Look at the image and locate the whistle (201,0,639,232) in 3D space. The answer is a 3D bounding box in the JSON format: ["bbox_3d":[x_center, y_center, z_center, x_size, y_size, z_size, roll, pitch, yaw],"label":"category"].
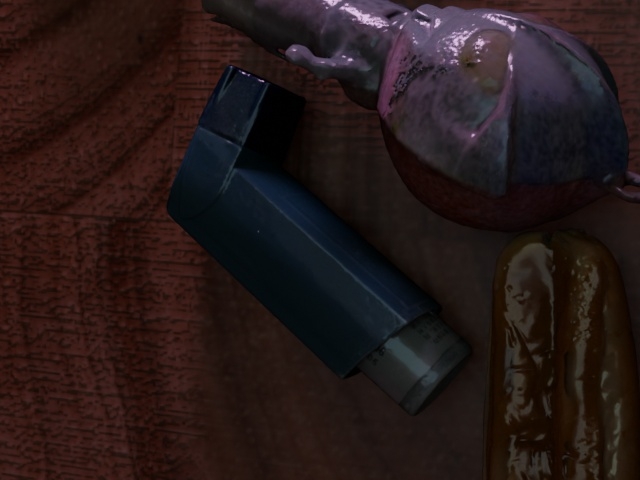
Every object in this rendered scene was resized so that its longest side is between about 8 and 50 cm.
[{"bbox_3d":[0.061,-0.106,0.715,0.346,0.133,0.142,31,66,27],"label":"whistle"}]

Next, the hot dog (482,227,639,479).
[{"bbox_3d":[0.153,0.116,0.699,0.102,0.076,0.249,-2,88,31],"label":"hot dog"}]

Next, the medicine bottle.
[{"bbox_3d":[0.000,0.000,0.755,0.258,0.079,0.124,45,101,15],"label":"medicine bottle"}]
